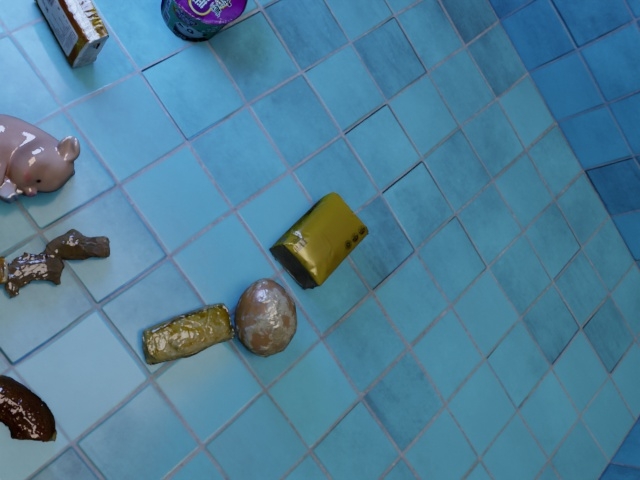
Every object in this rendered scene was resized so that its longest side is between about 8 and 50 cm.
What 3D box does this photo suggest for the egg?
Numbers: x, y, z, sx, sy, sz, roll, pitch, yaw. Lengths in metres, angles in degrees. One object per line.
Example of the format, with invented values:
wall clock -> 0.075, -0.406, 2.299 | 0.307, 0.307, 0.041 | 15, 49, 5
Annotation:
egg -> -0.162, 0.228, 1.836 | 0.194, 0.195, 0.233 | -14, 100, -30

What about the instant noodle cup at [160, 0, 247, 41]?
instant noodle cup -> -0.367, -0.729, 1.874 | 0.251, 0.190, 0.251 | 5, 79, -27

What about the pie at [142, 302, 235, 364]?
pie -> -0.372, 0.268, 1.786 | 0.282, 0.068, 0.129 | -17, 91, -34

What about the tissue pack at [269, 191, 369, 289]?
tissue pack -> 0.000, 0.000, 1.991 | 0.192, 0.134, 0.271 | 49, 63, -13

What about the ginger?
ginger -> -0.692, 0.050, 1.633 | 0.290, 0.084, 0.122 | -26, 88, -30

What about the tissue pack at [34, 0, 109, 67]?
tissue pack -> -0.682, -0.608, 1.686 | 0.092, 0.183, 0.226 | -35, 100, -33

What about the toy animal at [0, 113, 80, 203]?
toy animal -> -0.768, -0.202, 1.566 | 0.256, 0.195, 0.213 | 30, 63, -18

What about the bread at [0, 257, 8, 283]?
bread -> -0.839, 0.085, 1.534 | 0.132, 0.053, 0.074 | -16, 76, 11

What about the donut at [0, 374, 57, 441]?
donut -> -0.780, 0.412, 1.514 | 0.295, 0.112, 0.151 | 17, 77, -27
